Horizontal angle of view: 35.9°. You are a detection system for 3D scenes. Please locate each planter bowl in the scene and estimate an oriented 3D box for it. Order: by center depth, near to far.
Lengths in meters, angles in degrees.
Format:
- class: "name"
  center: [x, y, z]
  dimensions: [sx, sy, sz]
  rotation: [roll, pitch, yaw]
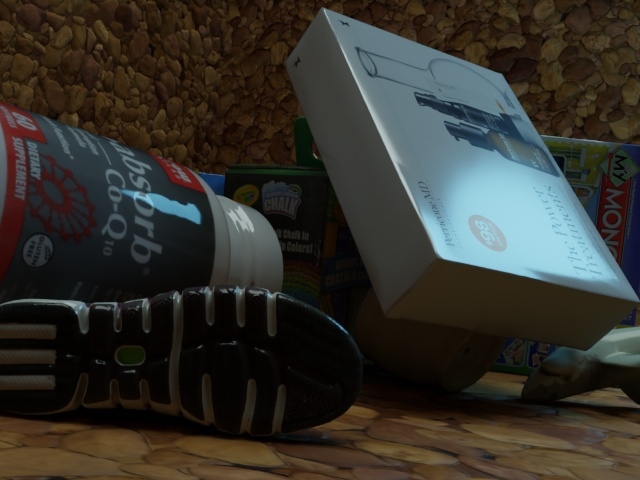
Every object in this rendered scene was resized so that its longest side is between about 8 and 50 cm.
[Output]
- class: "planter bowl"
  center: [0.133, 0.096, 1.072]
  dimensions: [0.162, 0.162, 0.109]
  rotation: [7, 28, -48]

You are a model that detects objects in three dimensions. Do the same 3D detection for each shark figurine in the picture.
- class: "shark figurine"
  center: [0.375, 0.146, 1.066]
  dimensions: [0.278, 0.116, 0.166]
  rotation: [-2, 30, 29]

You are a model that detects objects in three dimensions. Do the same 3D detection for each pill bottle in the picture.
- class: "pill bottle"
  center: [-0.217, 0.007, 0.919]
  dimensions: [0.210, 0.210, 0.363]
  rotation: [7, -7, 40]

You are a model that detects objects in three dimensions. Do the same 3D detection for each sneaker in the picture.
- class: "sneaker"
  center: [-0.114, 0.083, 0.767]
  dimensions: [0.281, 0.106, 0.162]
  rotation: [6, -3, -6]

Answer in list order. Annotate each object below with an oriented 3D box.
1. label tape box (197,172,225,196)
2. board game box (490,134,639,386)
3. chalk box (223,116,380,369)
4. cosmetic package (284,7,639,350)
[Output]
- class: "label tape box"
  center: [-0.080, 0.008, 1.856]
  dimensions: [0.348, 0.249, 0.115]
  rotation: [7, 0, 2]
- class: "board game box"
  center: [0.315, 0.023, 1.308]
  dimensions: [0.213, 0.317, 0.046]
  rotation: [7, 2, 8]
- class: "chalk box"
  center: [0.000, 0.000, 1.175]
  dimensions: [0.180, 0.289, 0.179]
  rotation: [7, 1, 42]
- class: "cosmetic package"
  center: [0.143, -0.069, 1.069]
  dimensions: [0.284, 0.097, 0.377]
  rotation: [10, 43, -33]
